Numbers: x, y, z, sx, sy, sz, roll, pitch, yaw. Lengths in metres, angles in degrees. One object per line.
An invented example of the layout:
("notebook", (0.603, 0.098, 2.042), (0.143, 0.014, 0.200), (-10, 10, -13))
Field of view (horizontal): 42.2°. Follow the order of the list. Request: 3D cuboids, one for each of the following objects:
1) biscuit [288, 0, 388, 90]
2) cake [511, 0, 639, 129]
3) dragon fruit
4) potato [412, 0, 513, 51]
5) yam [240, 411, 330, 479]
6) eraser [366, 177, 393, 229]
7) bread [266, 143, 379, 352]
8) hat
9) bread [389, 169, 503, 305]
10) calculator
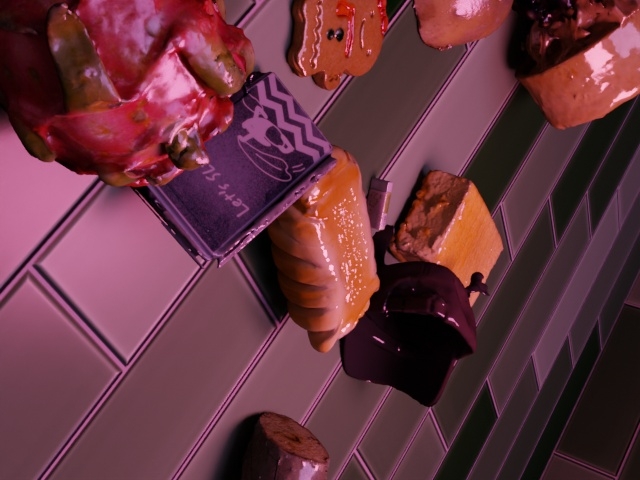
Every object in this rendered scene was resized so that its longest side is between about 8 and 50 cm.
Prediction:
("biscuit", (0.035, -0.302, 1.208), (0.225, 0.036, 0.166), (-14, 115, -53))
("cake", (0.513, -0.436, 1.661), (0.321, 0.332, 0.332), (52, 55, -13))
("dragon fruit", (-0.189, -0.197, 0.753), (0.237, 0.231, 0.303), (-23, 108, -44))
("potato", (0.278, -0.462, 1.429), (0.299, 0.116, 0.239), (-48, 136, -35))
("yam", (-0.073, 0.412, 1.282), (0.154, 0.154, 0.255), (19, 91, -57))
("eraser", (0.098, -0.062, 1.411), (0.019, 0.038, 0.083), (-5, 108, -50))
("bread", (0.000, 0.000, 1.219), (0.173, 0.121, 0.311), (-45, 137, -40))
("hat", (0.163, 0.126, 1.461), (0.336, 0.238, 0.209), (97, 14, -52))
("bread", (0.249, 0.008, 1.606), (0.185, 0.114, 0.275), (-60, 144, -12))
("calculator", (-0.100, -0.096, 1.025), (0.166, 0.028, 0.274), (51, 53, -5))
